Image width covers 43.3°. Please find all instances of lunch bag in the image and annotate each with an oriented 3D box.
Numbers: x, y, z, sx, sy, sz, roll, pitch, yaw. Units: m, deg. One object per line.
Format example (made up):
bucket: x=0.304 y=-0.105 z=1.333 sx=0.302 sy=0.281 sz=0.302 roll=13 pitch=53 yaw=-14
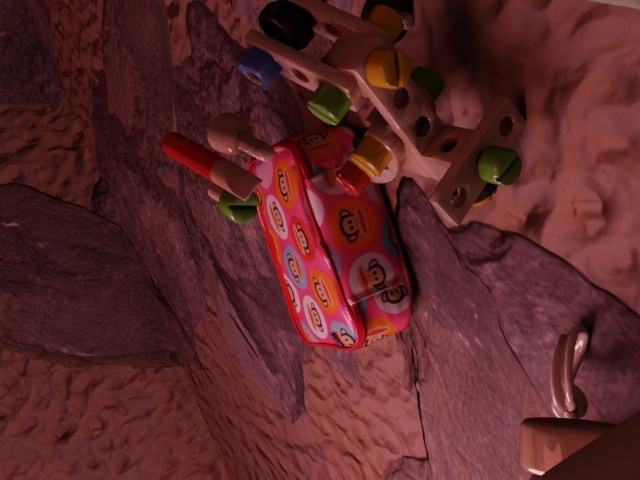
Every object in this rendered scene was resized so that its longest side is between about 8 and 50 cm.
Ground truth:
lunch bag: x=0.000 y=0.000 z=1.111 sx=0.258 sy=0.120 sz=0.293 roll=-10 pitch=99 yaw=68

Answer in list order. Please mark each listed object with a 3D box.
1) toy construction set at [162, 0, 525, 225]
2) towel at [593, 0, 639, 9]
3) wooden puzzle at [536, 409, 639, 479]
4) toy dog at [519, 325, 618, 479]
toy construction set: x=0.042 y=-0.105 z=0.752 sx=0.237 sy=0.309 sz=0.257 roll=31 pitch=145 yaw=45
towel: x=0.210 y=-0.312 z=0.513 sx=0.248 sy=0.038 sz=0.325 roll=39 pitch=147 yaw=52
wooden puzzle: x=0.320 y=0.231 z=0.466 sx=0.080 sy=0.322 sz=0.348 roll=-51 pitch=63 yaw=32
toy dog: x=0.254 y=0.219 z=0.663 sx=0.161 sy=0.333 sz=0.220 roll=6 pitch=105 yaw=23
